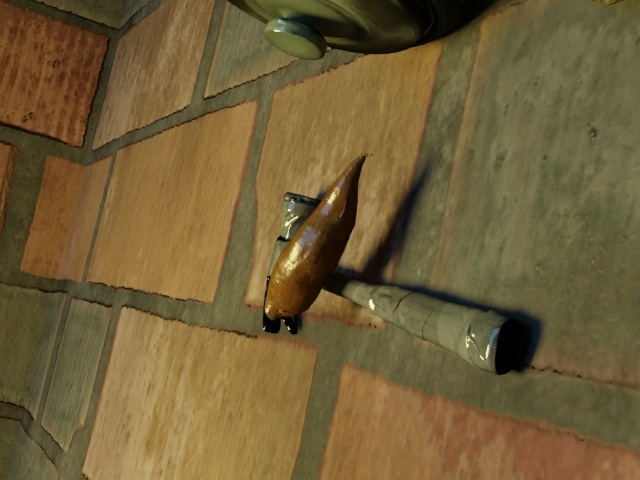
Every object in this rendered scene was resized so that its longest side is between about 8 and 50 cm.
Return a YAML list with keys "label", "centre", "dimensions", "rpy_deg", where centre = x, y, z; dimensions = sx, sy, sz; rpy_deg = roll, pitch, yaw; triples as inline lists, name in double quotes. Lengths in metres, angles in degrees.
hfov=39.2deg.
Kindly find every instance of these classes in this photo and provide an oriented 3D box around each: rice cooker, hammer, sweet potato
- label: "rice cooker"
  centre: [0.021, -0.307, 0.808]
  dimensions: [0.316, 0.264, 0.317]
  rpy_deg: [-5, 76, 19]
- label: "hammer"
  centre: [0.043, 0.040, 0.814]
  dimensions: [0.427, 0.044, 0.152]
  rpy_deg: [11, 87, 64]
- label: "sweet potato"
  centre: [0.000, 0.000, 0.822]
  dimensions: [0.195, 0.056, 0.056]
  rpy_deg: [-59, 29, 22]

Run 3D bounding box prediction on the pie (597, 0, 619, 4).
- label: "pie"
  centre: [0.217, -0.260, 0.617]
  dimensions: [0.185, 0.052, 0.218]
  rpy_deg: [-28, 54, 55]
